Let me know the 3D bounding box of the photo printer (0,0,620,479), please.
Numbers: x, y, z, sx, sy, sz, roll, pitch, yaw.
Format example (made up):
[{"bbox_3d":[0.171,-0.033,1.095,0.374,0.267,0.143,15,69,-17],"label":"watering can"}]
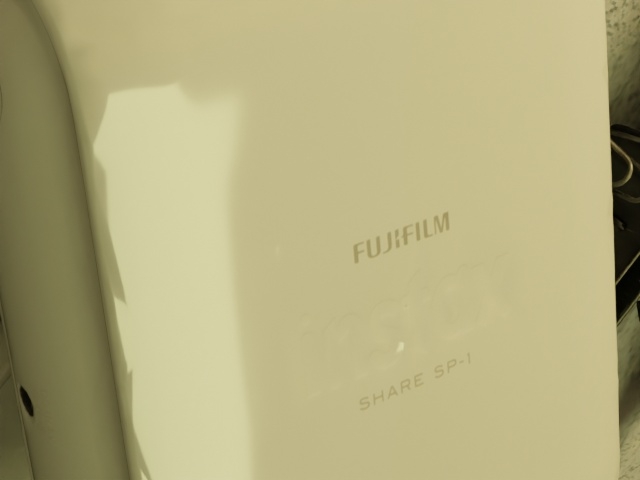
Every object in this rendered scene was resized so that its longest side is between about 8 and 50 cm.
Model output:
[{"bbox_3d":[0.000,0.000,0.590,0.256,0.107,0.307,-19,114,-33],"label":"photo printer"}]

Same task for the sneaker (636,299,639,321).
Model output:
[{"bbox_3d":[0.267,-0.052,0.870,0.112,0.121,0.299,1,129,-11],"label":"sneaker"}]

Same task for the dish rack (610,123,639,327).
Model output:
[{"bbox_3d":[0.071,0.001,0.769,0.208,0.074,0.271,-55,145,7],"label":"dish rack"}]

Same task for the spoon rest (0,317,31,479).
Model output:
[{"bbox_3d":[-0.154,0.103,0.606,0.276,0.084,0.137,-27,140,-28],"label":"spoon rest"}]
